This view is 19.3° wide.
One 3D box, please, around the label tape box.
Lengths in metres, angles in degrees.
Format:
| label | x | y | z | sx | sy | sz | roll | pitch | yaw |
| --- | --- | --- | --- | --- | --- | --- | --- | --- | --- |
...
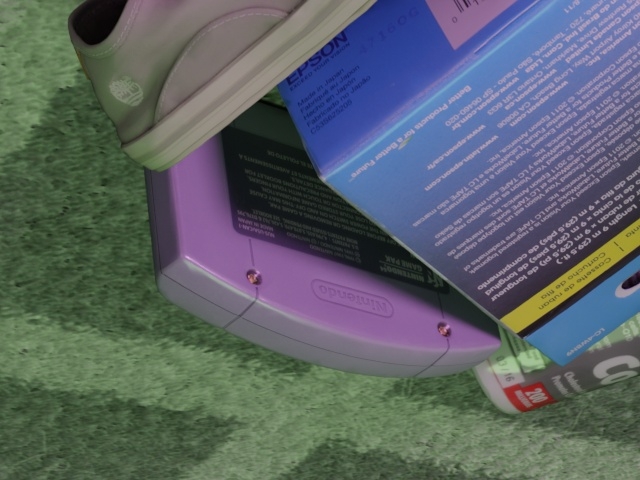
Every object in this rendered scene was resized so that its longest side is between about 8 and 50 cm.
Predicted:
| label | x | y | z | sx | sy | sz | roll | pitch | yaw |
| --- | --- | --- | --- | --- | --- | --- | --- | --- | --- |
| label tape box | 0.170 | -0.076 | 1.351 | 0.249 | 0.115 | 0.348 | -38 | 140 | 14 |

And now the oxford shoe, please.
| label | x | y | z | sx | sy | sz | roll | pitch | yaw |
| --- | --- | --- | --- | --- | --- | --- | --- | --- | --- |
| oxford shoe | -0.003 | -0.205 | 1.150 | 0.130 | 0.169 | 0.449 | 47 | 124 | -10 |

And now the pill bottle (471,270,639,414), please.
| label | x | y | z | sx | sy | sz | roll | pitch | yaw |
| --- | --- | --- | --- | --- | --- | --- | --- | --- | --- |
| pill bottle | 0.258 | 0.028 | 1.540 | 0.283 | 0.161 | 0.161 | -20 | 146 | 17 |

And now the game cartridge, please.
| label | x | y | z | sx | sy | sz | roll | pitch | yaw |
| --- | --- | --- | --- | --- | --- | --- | --- | --- | --- |
| game cartridge | 0.000 | 0.000 | 1.404 | 0.297 | 0.198 | 0.062 | 17 | 143 | -33 |
